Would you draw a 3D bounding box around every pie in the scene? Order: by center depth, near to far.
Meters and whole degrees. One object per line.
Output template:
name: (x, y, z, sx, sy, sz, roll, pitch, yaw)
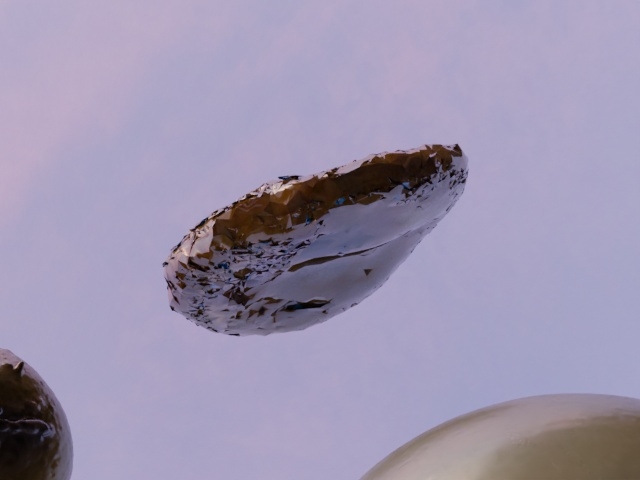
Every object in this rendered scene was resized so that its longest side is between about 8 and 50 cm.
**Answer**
pie: (-0.001, -0.001, 0.825, 0.273, 0.273, 0.069, -20, -111, -18)

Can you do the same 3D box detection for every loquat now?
loquat: (-0.284, 0.168, 0.807, 0.172, 0.204, 0.149, 51, -151, -7)

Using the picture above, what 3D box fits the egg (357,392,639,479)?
egg: (0.090, 0.185, 0.454, 0.269, 0.219, 0.219, -42, -89, -1)
